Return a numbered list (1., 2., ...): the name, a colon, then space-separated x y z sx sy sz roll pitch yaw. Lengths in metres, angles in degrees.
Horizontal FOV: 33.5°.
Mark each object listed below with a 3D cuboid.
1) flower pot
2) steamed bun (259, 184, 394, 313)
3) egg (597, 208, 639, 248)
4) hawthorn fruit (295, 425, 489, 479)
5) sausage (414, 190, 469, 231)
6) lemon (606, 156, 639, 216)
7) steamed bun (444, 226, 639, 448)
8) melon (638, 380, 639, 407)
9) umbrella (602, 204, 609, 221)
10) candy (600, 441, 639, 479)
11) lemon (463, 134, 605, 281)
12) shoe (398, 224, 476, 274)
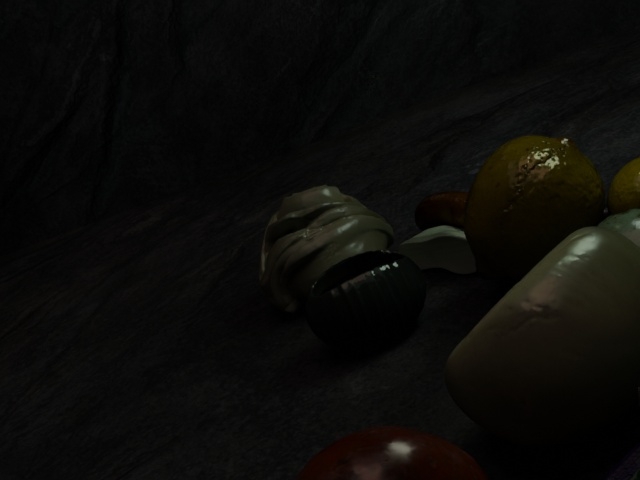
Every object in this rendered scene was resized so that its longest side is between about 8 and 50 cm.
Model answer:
1. flower pot: 0.089 0.117 2.062 0.243 0.157 0.189 -26 17 -9
2. steamed bun: -0.010 0.003 2.396 0.309 0.220 0.324 -15 19 21
3. egg: 0.540 0.040 1.748 0.169 0.169 0.231 -29 33 -20
4. hawthorn fruit: 0.094 0.347 1.218 0.284 0.284 0.284 -20 18 7
5. sausage: 0.282 -0.064 2.369 0.076 0.102 0.302 -65 14 -9
6. lemon: 0.618 -0.072 1.958 0.178 0.178 0.203 -16 19 18
7. steamed bun: 0.344 0.162 1.500 0.312 0.233 0.334 -40 -14 -27
8. melon: 0.514 0.188 1.189 0.330 0.269 0.268 -2 27 45
9. umbrella: 0.542 -0.045 2.130 0.235 0.059 0.066 -9 25 16
10. candy: 0.407 0.303 1.318 0.312 0.061 0.088 -33 22 -28
11. lemon: 0.396 -0.055 2.015 0.310 0.257 0.258 -60 16 9
12. shoe: 0.283 0.007 2.257 0.110 0.095 0.265 -33 19 -34
